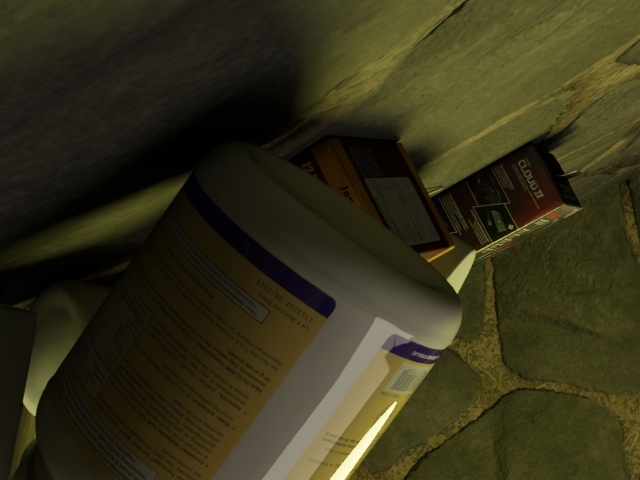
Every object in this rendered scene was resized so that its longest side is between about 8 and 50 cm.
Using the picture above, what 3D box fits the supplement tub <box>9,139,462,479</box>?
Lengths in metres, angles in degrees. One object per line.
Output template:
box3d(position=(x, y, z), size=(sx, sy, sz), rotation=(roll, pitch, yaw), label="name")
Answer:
box3d(position=(-0.072, 0.115, 0.873), size=(0.331, 0.241, 0.241), rotation=(-54, 166, 9), label="supplement tub")

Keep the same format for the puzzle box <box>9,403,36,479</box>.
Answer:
box3d(position=(-0.213, 0.276, 1.220), size=(0.272, 0.408, 0.052), rotation=(8, -166, -38), label="puzzle box")

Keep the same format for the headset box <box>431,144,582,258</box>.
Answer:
box3d(position=(0.273, -0.044, 1.738), size=(0.293, 0.110, 0.218), rotation=(-30, 170, 17), label="headset box")

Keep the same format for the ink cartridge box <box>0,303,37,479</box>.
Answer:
box3d(position=(-0.310, 0.154, 0.934), size=(0.093, 0.160, 0.219), rotation=(12, 157, -19), label="ink cartridge box")

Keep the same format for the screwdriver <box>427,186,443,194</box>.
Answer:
box3d(position=(0.136, -0.063, 1.540), size=(0.170, 0.024, 0.025), rotation=(-26, 145, -52), label="screwdriver")

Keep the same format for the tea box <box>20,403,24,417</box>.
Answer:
box3d(position=(-0.341, 0.276, 1.410), size=(0.324, 0.220, 0.329), rotation=(-22, 170, -28), label="tea box")

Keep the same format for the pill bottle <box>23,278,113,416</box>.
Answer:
box3d(position=(-0.164, 0.119, 1.071), size=(0.229, 0.131, 0.131), rotation=(15, 143, -41), label="pill bottle")

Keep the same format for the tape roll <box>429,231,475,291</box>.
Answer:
box3d(position=(0.064, 0.154, 1.381), size=(0.392, 0.072, 0.392), rotation=(-54, 169, -16), label="tape roll")

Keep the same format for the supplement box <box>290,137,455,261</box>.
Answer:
box3d(position=(0.000, 0.000, 1.115), size=(0.191, 0.129, 0.194), rotation=(-30, 171, 22), label="supplement box")
